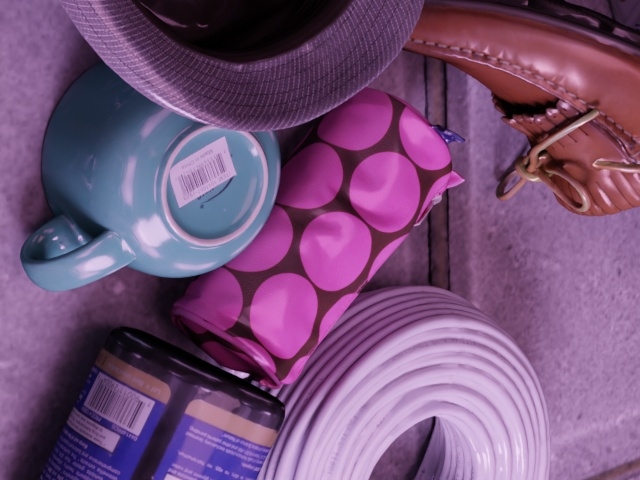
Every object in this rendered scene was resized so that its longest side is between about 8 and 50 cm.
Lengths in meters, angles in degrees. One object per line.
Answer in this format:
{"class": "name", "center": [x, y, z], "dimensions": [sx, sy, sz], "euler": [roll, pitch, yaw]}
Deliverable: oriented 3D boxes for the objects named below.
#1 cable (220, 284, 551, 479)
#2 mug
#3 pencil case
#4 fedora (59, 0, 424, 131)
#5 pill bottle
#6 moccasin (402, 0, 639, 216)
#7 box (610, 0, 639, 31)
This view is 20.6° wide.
{"class": "cable", "center": [0.053, 0.157, 1.228], "dimensions": [0.257, 0.089, 0.257], "euler": [-11, 109, -34]}
{"class": "mug", "center": [-0.093, -0.031, 1.058], "dimensions": [0.129, 0.097, 0.157], "euler": [17, 92, -39]}
{"class": "pencil case", "center": [0.000, 0.000, 1.131], "dimensions": [0.098, 0.095, 0.209], "euler": [47, 72, -21]}
{"class": "fedora", "center": [-0.075, -0.198, 1.003], "dimensions": [0.244, 0.124, 0.275], "euler": [-41, 113, -24]}
{"class": "pill bottle", "center": [-0.119, 0.174, 1.083], "dimensions": [0.123, 0.123, 0.219], "euler": [28, 86, -39]}
{"class": "moccasin", "center": [0.202, -0.069, 1.229], "dimensions": [0.380, 0.139, 0.147], "euler": [24, 97, -29]}
{"class": "box", "center": [0.254, -0.186, 1.295], "dimensions": [0.067, 0.063, 0.324], "euler": [-35, 121, -23]}
